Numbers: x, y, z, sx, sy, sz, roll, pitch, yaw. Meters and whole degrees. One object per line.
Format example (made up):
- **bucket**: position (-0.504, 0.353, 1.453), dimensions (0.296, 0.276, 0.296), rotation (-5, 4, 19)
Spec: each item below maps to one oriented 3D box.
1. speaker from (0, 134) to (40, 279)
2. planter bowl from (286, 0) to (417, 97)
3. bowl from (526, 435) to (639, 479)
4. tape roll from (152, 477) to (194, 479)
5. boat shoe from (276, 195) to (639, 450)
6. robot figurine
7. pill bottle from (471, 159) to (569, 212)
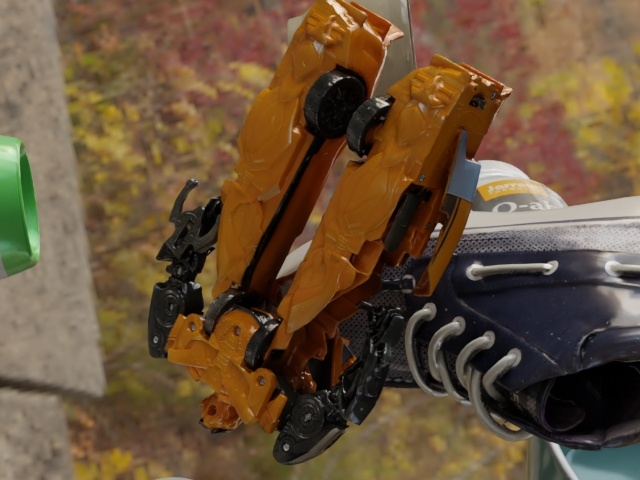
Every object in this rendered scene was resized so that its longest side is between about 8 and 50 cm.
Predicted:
- **speaker**: position (-0.387, -0.013, 1.348), dimensions (0.131, 0.297, 0.131), rotation (173, -90, -86)
- **planter bowl**: position (0.029, -0.152, 1.434), dimensions (0.162, 0.109, 0.162), rotation (-7, 90, -84)
- **bowl**: position (0.299, 0.196, 1.382), dimensions (0.163, 0.312, 0.311), rotation (111, -16, -46)
- **tape roll**: position (-0.201, 0.428, 2.176), dimensions (0.072, 0.219, 0.219), rotation (31, -34, 59)
- **boat shoe**: position (0.105, 0.065, 1.091), dimensions (0.158, 0.341, 0.127), rotation (-76, 149, -53)
- **robot figurine**: position (0.000, 0.000, 1.065), dimensions (0.085, 0.211, 0.291), rotation (10, 110, -51)
- **pill bottle**: position (0.200, 0.031, 1.671), dimensions (0.278, 0.162, 0.162), rotation (-112, 180, -61)
